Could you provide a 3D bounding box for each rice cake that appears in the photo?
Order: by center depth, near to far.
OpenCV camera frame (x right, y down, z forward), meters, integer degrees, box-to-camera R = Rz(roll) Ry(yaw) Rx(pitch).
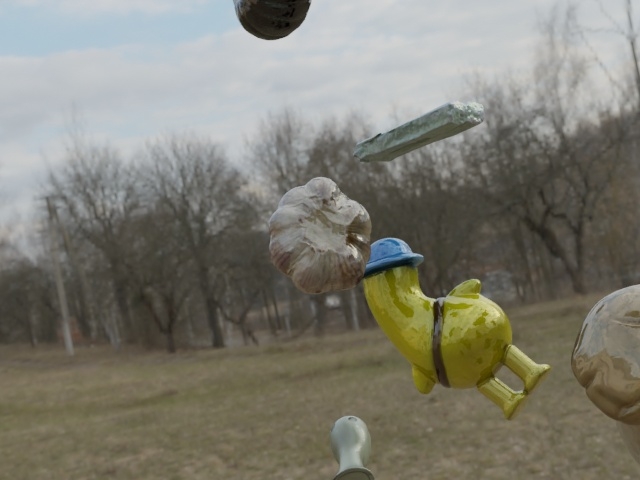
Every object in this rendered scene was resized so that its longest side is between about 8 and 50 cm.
[{"bbox_3d":[0.160,-0.178,1.512,0.085,0.040,0.226,-3,-12,-46],"label":"rice cake"}]

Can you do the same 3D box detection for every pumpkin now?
[{"bbox_3d":[-0.083,-0.442,1.563,0.194,0.194,0.150,-13,-1,43],"label":"pumpkin"}]

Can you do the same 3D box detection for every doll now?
[{"bbox_3d":[0.182,0.136,1.443,0.199,0.363,0.145,-55,-24,7],"label":"doll"}]

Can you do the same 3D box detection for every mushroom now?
[{"bbox_3d":[0.351,0.171,0.833,0.137,0.154,0.407,-1,-35,36],"label":"mushroom"}]

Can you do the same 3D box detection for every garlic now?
[{"bbox_3d":[0.000,0.000,1.242,0.147,0.159,0.102,-21,-15,-17],"label":"garlic"}]

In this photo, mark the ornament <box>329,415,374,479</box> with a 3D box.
[{"bbox_3d":[0.052,0.361,1.537,0.074,0.081,0.156,-24,23,9],"label":"ornament"}]
